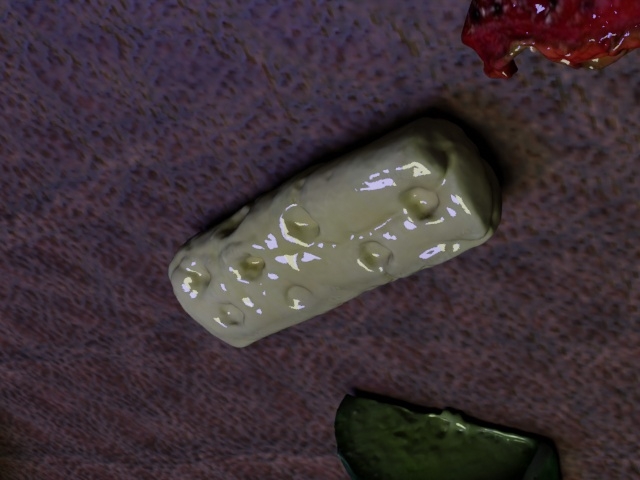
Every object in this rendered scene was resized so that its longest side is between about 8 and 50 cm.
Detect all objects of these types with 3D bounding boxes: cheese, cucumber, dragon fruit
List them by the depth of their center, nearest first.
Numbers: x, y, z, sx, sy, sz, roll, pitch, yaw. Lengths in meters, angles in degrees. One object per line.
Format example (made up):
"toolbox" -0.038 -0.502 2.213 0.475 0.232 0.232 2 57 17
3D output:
"dragon fruit" 0.102 -0.093 0.412 0.097 0.063 0.131 55 147 19
"cheese" 0.000 0.000 0.573 0.065 0.043 0.194 43 140 -20
"cucumber" 0.069 0.144 0.684 0.116 0.062 0.115 7 141 27
